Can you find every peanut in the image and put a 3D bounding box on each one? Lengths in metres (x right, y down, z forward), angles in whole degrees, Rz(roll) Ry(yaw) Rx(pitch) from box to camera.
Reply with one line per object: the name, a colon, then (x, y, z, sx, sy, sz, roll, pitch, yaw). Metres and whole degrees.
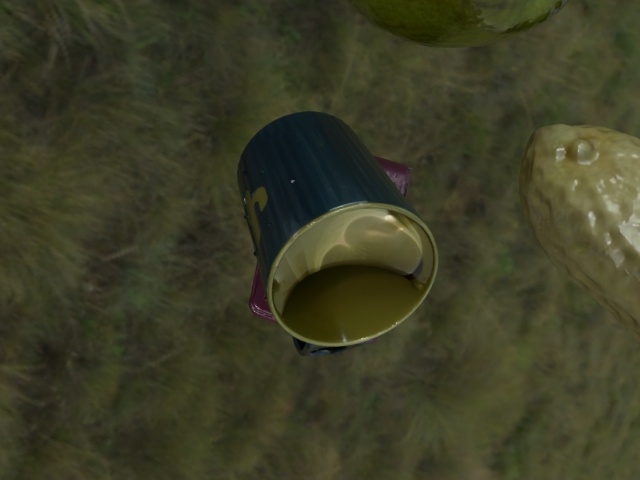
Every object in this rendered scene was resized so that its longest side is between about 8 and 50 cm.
peanut: (0.298, 0.014, 0.952, 0.152, 0.313, 0.152, -44, 163, -18)

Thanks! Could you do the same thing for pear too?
pear: (0.094, -0.243, 0.778, 0.212, 0.269, 0.212, -12, 134, -13)

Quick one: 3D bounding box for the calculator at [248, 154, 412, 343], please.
calculator: (0.009, -0.002, 1.007, 0.034, 0.126, 0.191, 122, -18, -66)

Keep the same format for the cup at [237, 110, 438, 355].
cup: (0.000, 0.000, 0.857, 0.131, 0.155, 0.177, 0, 128, -19)
